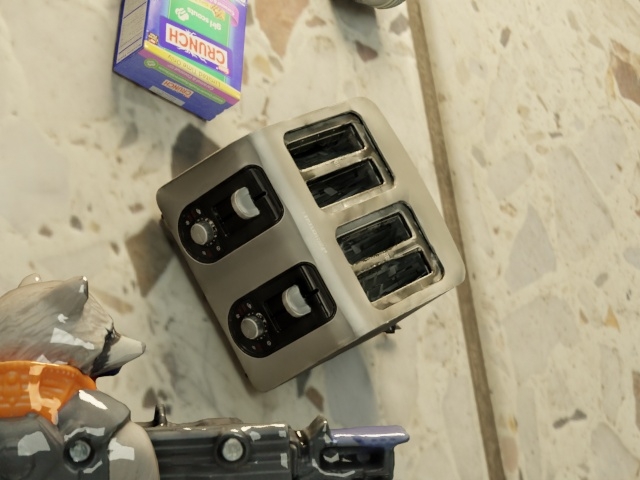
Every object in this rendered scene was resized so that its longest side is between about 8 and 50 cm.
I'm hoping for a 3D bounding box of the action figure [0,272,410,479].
[{"bbox_3d":[-0.101,0.174,0.847,0.341,0.178,0.330,-10,87,-9],"label":"action figure"}]

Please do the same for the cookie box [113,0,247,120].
[{"bbox_3d":[-0.103,-0.157,1.236,0.092,0.040,0.107,27,50,-33],"label":"cookie box"}]

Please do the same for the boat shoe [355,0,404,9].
[{"bbox_3d":[0.018,-0.310,1.426,0.081,0.079,0.227,-2,71,-51],"label":"boat shoe"}]

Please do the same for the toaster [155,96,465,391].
[{"bbox_3d":[0.000,0.000,1.188,0.186,0.110,0.168,-22,83,-50],"label":"toaster"}]
